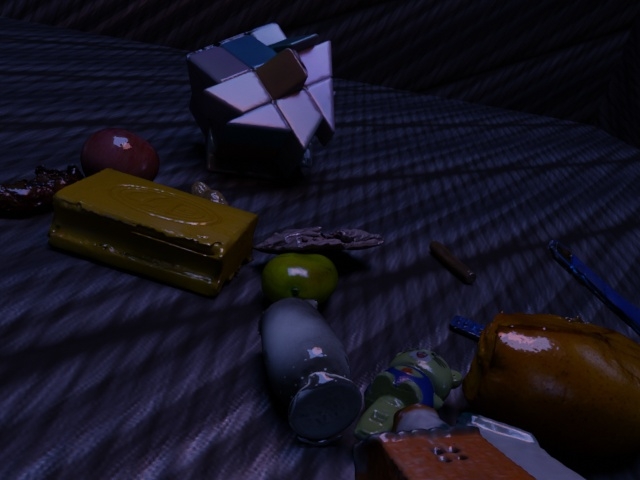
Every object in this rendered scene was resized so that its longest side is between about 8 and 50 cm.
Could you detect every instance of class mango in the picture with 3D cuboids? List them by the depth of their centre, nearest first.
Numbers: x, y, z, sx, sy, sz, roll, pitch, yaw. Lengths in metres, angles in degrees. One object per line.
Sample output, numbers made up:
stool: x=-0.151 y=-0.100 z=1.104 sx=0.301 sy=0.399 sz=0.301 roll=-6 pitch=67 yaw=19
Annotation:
mango: x=0.366 y=0.209 z=0.937 sx=0.349 sy=0.201 sz=0.199 roll=16 pitch=66 yaw=-15
mango: x=-0.028 y=0.064 z=1.118 sx=0.117 sy=0.089 sz=0.163 roll=13 pitch=19 yaw=36

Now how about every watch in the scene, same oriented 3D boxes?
watch: x=0.395 y=0.162 z=1.082 sx=0.274 sy=0.276 sz=0.068 roll=38 pitch=48 yaw=-1

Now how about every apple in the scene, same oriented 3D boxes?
apple: x=-0.408 y=-0.154 z=1.323 sx=0.153 sy=0.120 sz=0.153 roll=18 pitch=-19 yaw=6

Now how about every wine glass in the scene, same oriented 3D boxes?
wine glass: x=-0.019 y=0.165 z=0.884 sx=0.111 sy=0.111 sz=0.204 roll=5 pitch=28 yaw=-20

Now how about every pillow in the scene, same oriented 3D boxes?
pillow: x=0.000 y=0.000 z=1.242 sx=0.135 sy=0.049 sz=0.248 roll=-6 pitch=-3 yaw=44

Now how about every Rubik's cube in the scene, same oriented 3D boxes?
Rubik's cube: x=-0.144 y=-0.331 z=1.633 sx=0.387 sy=0.358 sz=0.368 roll=-29 pitch=82 yaw=-23

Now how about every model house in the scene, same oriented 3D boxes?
model house: x=0.143 y=0.287 z=0.683 sx=0.271 sy=0.190 sz=0.301 roll=3 pitch=12 yaw=-17

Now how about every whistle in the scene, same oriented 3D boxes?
whistle: x=0.112 y=0.209 z=0.892 sx=0.105 sy=0.085 sz=0.227 roll=17 pitch=23 yaw=29

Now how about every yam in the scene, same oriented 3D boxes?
yam: x=0.279 y=0.045 z=1.397 sx=0.032 sy=0.032 sz=0.145 roll=0 pitch=28 yaw=-28

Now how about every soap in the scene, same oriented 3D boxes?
soap: x=-0.286 y=-0.022 z=1.160 sx=0.324 sy=0.096 sz=0.204 roll=17 pitch=24 yaw=7

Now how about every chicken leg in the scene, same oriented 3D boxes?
chicken leg: x=-0.536 y=-0.093 z=1.222 sx=0.105 sy=0.063 sz=0.234 roll=17 pitch=25 yaw=19

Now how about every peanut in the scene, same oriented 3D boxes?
peanut: x=-0.235 y=-0.087 z=1.379 sx=0.113 sy=0.054 sz=0.053 roll=35 pitch=32 yaw=30
